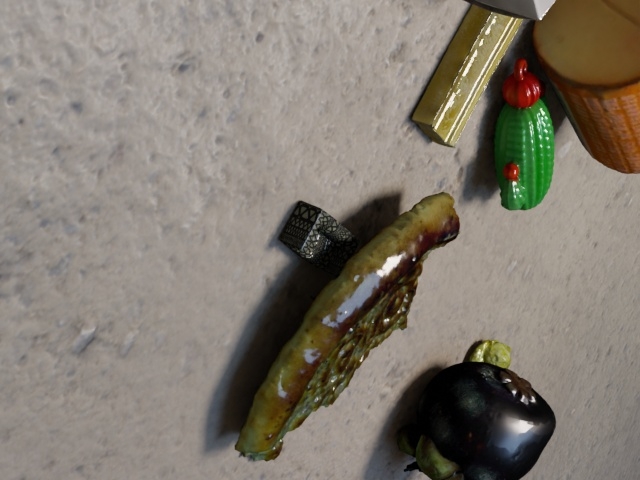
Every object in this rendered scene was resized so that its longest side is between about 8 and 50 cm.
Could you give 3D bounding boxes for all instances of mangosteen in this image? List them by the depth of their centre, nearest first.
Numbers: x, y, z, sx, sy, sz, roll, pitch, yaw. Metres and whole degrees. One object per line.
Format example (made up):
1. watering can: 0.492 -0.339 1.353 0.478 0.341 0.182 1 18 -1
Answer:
1. mangosteen: 0.243 0.304 1.933 0.243 0.243 0.242 -35 138 -38

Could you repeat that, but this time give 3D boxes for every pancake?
1. pancake: 0.042 0.126 1.598 0.427 0.067 0.304 -43 155 -31

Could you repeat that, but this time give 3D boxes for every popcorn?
1. popcorn: 0.285 0.197 2.051 0.083 0.068 0.059 -6 86 -26

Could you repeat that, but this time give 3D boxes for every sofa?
1. sofa: 0.000 0.000 1.508 0.060 0.039 0.118 -60 148 -5

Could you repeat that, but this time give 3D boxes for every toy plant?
1. toy plant: 0.304 -0.158 1.800 0.155 0.088 0.240 -30 125 -59

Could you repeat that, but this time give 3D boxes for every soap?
1. soap: 0.209 -0.250 1.636 0.252 0.037 0.092 -62 150 -5

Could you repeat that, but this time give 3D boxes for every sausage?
1. sausage: 0.459 -0.257 1.819 0.233 0.233 0.287 -59 147 -8

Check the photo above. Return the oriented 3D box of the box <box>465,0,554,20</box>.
1. box: 0.216 -0.429 1.417 0.173 0.145 0.333 -53 147 -14
